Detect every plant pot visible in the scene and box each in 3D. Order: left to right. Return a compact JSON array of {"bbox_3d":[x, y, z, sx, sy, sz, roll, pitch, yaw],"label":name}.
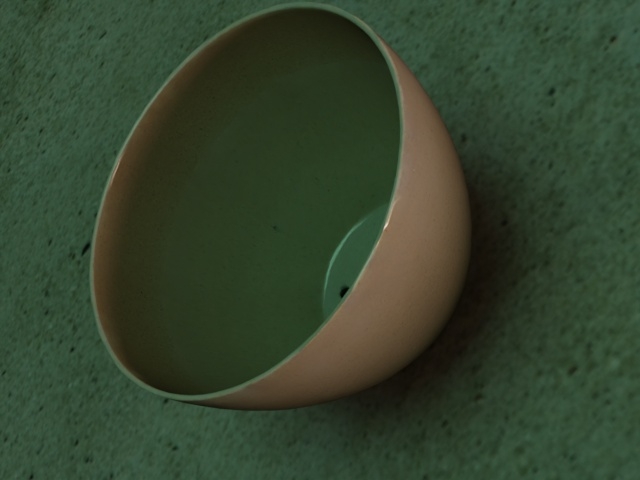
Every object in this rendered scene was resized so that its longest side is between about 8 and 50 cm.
[{"bbox_3d":[0.000,0.000,0.808,0.284,0.191,0.284,-21,57,35],"label":"plant pot"}]
